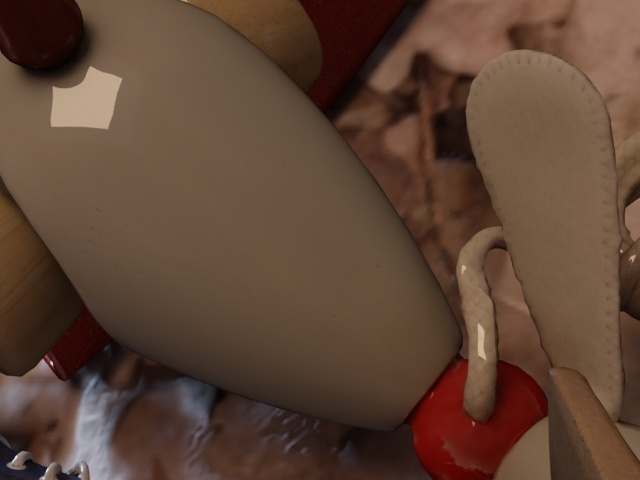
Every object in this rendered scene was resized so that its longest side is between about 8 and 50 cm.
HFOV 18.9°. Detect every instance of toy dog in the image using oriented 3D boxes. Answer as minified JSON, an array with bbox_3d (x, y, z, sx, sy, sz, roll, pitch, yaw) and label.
[{"bbox_3d":[0.000,0.000,0.574,0.334,0.161,0.220,13,68,15],"label":"toy dog"}]

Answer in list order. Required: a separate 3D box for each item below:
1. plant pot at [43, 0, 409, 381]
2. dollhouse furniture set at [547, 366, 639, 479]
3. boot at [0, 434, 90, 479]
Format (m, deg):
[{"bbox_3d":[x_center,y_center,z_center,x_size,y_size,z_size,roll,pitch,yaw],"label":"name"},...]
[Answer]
[{"bbox_3d":[-0.110,-0.157,0.784,0.236,0.267,0.267,-34,44,-13],"label":"plant pot"},{"bbox_3d":[0.178,0.015,0.429,0.262,0.259,0.135,-15,45,-6],"label":"dollhouse furniture set"},{"bbox_3d":[-0.111,0.102,0.705,0.086,0.069,0.190,-26,54,2],"label":"boot"}]
